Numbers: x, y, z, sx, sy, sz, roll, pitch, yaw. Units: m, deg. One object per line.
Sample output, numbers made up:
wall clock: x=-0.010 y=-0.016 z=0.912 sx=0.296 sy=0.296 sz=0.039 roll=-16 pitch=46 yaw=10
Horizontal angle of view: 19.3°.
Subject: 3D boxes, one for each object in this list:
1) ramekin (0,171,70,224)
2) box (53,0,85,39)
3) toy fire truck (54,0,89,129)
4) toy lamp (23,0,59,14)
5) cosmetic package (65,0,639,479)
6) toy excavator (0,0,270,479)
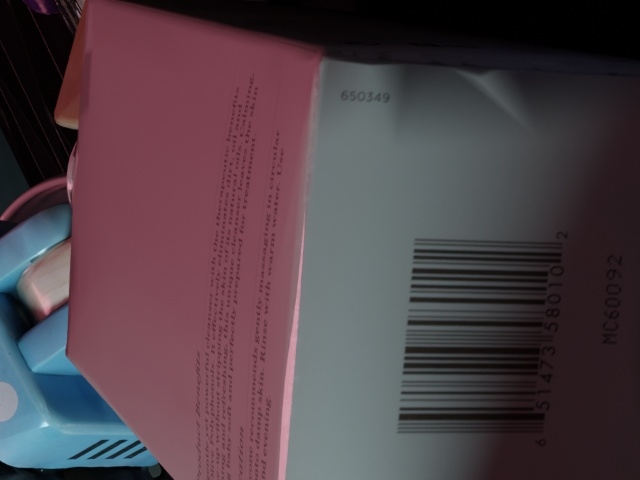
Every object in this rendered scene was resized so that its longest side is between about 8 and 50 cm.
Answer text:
ramekin: x=-0.169 y=0.032 z=1.582 sx=0.207 sy=0.207 sz=0.109 roll=65 pitch=-161 yaw=-8
box: x=-0.158 y=-0.216 z=1.315 sx=0.180 sy=0.078 sz=0.147 roll=60 pitch=167 yaw=12
toy fire truck: x=-0.105 y=-0.188 z=0.993 sx=0.217 sy=0.158 sz=0.246 roll=36 pitch=153 yaw=62
toy lamp: x=-0.234 y=-0.284 z=1.493 sx=0.080 sy=0.080 sz=0.274 roll=56 pitch=163 yaw=30
cosmetic package: x=0.000 y=0.000 z=0.806 sx=0.365 sy=0.155 sz=0.196 roll=-147 pitch=60 yaw=-69
toy excavator: x=-0.142 y=0.019 z=1.299 sx=0.222 sy=0.445 sz=0.433 roll=58 pitch=-166 yaw=17
